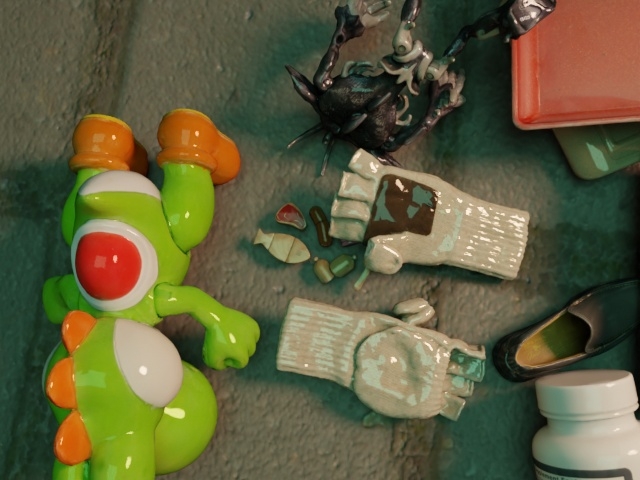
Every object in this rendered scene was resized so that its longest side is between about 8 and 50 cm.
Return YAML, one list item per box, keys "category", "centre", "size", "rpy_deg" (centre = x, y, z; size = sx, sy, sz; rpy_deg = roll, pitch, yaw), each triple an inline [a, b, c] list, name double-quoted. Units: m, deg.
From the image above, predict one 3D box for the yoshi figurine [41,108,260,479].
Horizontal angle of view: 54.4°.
- category: "yoshi figurine"
  centre: [-0.167, 0.068, 0.604]
  size: [0.203, 0.203, 0.362]
  rpy_deg: [17, 63, -32]

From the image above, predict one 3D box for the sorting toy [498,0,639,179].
- category: "sorting toy"
  centre: [0.308, -0.238, 0.643]
  size: [0.229, 0.041, 0.307]
  rpy_deg: [-23, 81, 2]

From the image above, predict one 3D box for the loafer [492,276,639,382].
- category: "loafer"
  centre: [0.248, 0.086, 0.589]
  size: [0.170, 0.061, 0.062]
  rpy_deg: [-31, 78, -1]

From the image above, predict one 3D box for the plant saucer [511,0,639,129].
- category: "plant saucer"
  centre: [0.311, -0.230, 0.572]
  size: [0.259, 0.048, 0.258]
  rpy_deg: [-1, 83, 21]

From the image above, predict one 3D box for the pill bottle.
- category: "pill bottle"
  centre: [0.244, 0.208, 0.539]
  size: [0.108, 0.108, 0.180]
  rpy_deg: [-9, 85, 4]

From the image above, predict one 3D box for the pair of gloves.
- category: "pair of gloves"
  centre: [0.083, 0.049, 0.606]
  size: [0.204, 0.042, 0.240]
  rpy_deg: [21, 85, -1]

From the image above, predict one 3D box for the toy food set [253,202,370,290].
- category: "toy food set"
  centre: [0.000, 0.000, 0.648]
  size: [0.122, 0.019, 0.078]
  rpy_deg: [29, 85, 9]

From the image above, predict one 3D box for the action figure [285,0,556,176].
- category: "action figure"
  centre: [0.083, -0.176, 0.608]
  size: [0.164, 0.141, 0.276]
  rpy_deg: [43, 130, -14]
